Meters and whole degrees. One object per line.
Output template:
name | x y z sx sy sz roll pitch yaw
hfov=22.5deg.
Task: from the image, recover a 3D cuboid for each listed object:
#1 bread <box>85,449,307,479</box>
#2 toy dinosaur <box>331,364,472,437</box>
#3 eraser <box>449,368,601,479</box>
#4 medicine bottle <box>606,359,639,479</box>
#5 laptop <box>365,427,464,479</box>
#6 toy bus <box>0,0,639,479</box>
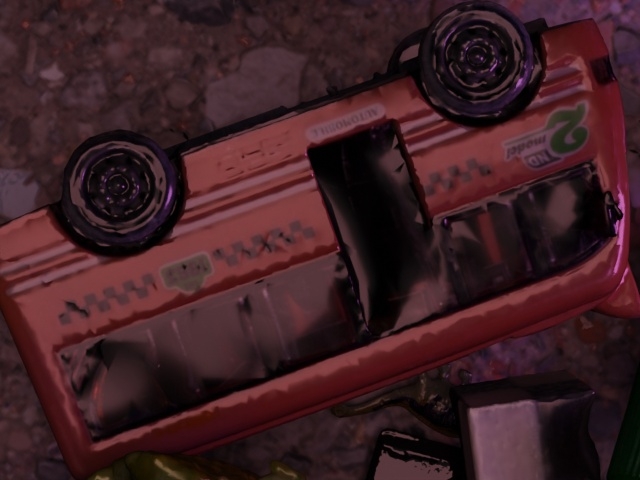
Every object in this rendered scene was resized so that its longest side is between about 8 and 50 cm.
bread | -0.058 0.251 1.002 0.251 0.376 0.208 32 79 13
toy dinosaur | 0.099 0.115 1.176 0.180 0.037 0.058 10 110 3
eraser | 0.162 0.299 1.127 0.098 0.096 0.404 -8 97 -5
medicine bottle | 0.265 0.038 1.105 0.111 0.076 0.309 23 68 0
laptop | 0.121 0.224 1.179 0.197 0.016 0.135 14 93 -4
toy bus | 0.000 0.000 1.088 0.427 0.203 0.233 -19 93 -3
